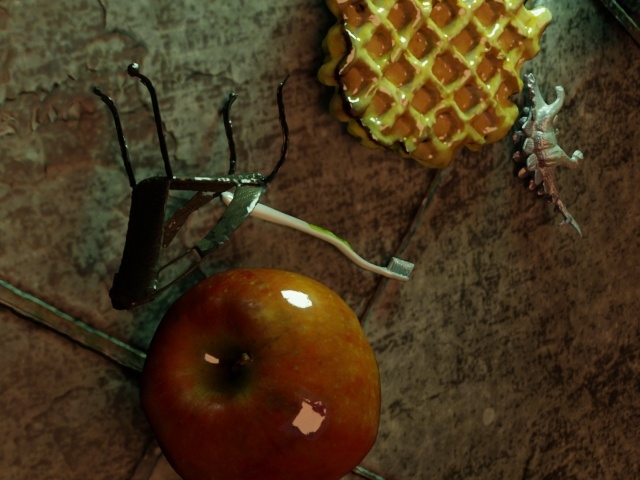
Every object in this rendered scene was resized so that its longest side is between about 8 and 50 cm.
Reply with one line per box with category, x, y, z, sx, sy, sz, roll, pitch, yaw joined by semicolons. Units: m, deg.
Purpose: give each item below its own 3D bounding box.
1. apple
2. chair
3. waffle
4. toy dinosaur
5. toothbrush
apple;-0.050;0.139;0.940;0.230;0.230;0.230;-7;103;-32
chair;-0.121;-0.043;0.881;0.149;0.174;0.213;4;87;-29
waffle;0.121;-0.224;1.063;0.300;0.058;0.282;14;93;-35
toy dinosaur;0.273;-0.098;1.194;0.082;0.039;0.209;-26;102;-23
toothbrush;0.000;0.000;1.051;0.263;0.022;0.026;21;102;-34
